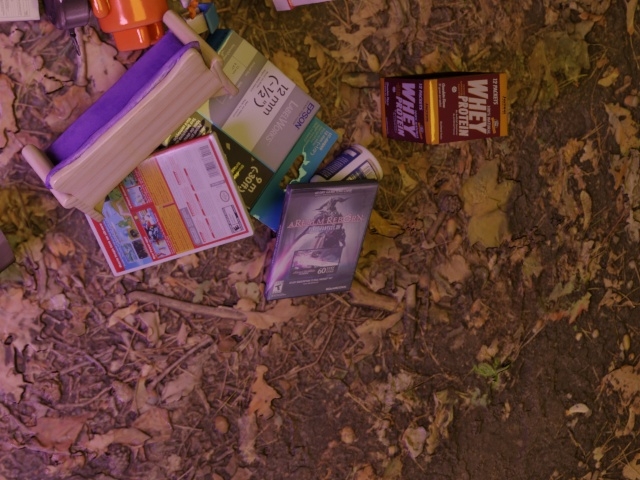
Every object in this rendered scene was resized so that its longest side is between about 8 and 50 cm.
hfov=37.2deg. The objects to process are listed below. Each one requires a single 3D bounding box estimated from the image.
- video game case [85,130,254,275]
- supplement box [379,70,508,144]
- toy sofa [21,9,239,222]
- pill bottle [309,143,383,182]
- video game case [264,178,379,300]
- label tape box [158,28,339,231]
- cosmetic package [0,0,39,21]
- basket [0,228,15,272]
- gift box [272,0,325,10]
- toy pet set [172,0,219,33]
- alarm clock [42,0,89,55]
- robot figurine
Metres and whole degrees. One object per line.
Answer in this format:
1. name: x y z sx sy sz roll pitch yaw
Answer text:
1. video game case: -0.287 -0.063 1.738 0.285 0.025 0.204 -17 112 11
2. supplement box: 0.253 -0.277 1.964 0.191 0.194 0.129 -9 104 -26
3. toy sofa: -0.333 -0.219 1.621 0.362 0.150 0.177 -43 155 1
4. pill bottle: 0.037 -0.113 1.942 0.169 0.094 0.094 -39 115 -15
5. video game case: 0.000 0.000 1.920 0.196 0.026 0.274 -5 129 -26
6. label tape box: -0.129 -0.201 1.829 0.347 0.115 0.249 37 83 -26
7. cosmetic package: -0.541 -0.401 1.616 0.115 0.041 0.060 -8 103 -26
8. basket: -0.644 0.039 1.592 0.226 0.154 0.204 -32 114 -22
9. gift box: -0.004 -0.555 1.647 0.276 0.258 0.255 -33 115 -31
10. toy pet set: -0.224 -0.432 1.733 0.065 0.122 0.114 -27 131 -13
11. alarm clock: -0.438 -0.407 1.622 0.064 0.129 0.192 -22 121 -21
12. robot figurine: -0.340 -0.446 1.665 0.158 0.128 0.220 -19 109 -17
